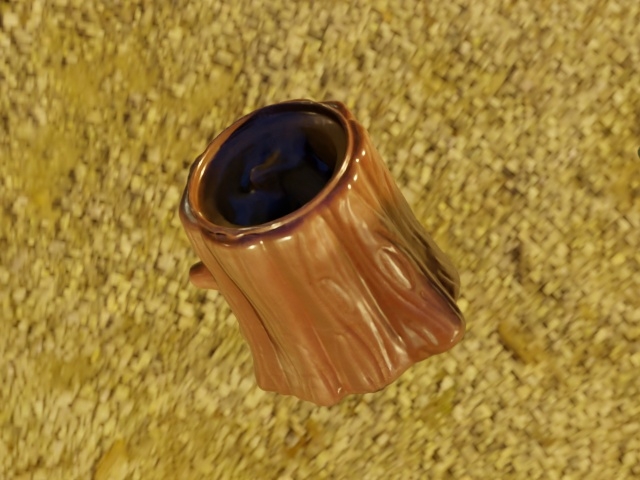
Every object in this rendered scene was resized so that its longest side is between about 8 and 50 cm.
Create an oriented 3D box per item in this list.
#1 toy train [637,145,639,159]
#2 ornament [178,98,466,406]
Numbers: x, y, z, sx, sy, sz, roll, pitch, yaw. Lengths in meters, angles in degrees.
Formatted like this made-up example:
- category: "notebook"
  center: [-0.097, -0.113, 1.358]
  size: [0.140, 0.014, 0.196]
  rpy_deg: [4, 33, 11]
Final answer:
- category: "toy train"
  center: [0.407, -0.139, 1.534]
  size: [0.159, 0.248, 0.101]
  rpy_deg: [10, 35, -23]
- category: "ornament"
  center: [0.000, 0.000, 1.453]
  size: [0.235, 0.217, 0.221]
  rpy_deg: [3, 51, 32]
